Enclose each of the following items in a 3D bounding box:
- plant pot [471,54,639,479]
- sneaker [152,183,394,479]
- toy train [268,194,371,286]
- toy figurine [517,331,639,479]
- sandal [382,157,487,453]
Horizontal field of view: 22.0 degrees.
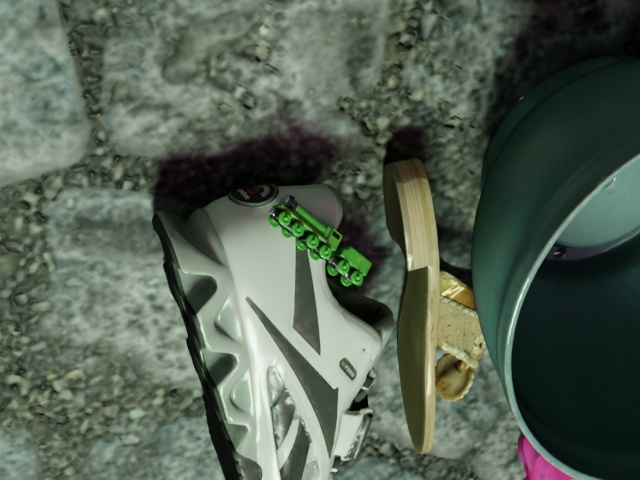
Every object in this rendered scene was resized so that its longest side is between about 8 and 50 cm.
[{"bbox_3d":[0.222,-0.008,1.108,0.293,0.196,0.293,-10,126,-15],"label":"plant pot"},{"bbox_3d":[-0.008,0.110,1.151,0.146,0.122,0.330,-18,123,-13],"label":"sneaker"},{"bbox_3d":[0.000,0.000,1.065,0.083,0.017,0.023,40,64,-25],"label":"toy train"},{"bbox_3d":[0.232,0.148,1.293,0.159,0.130,0.173,-41,152,26],"label":"toy figurine"},{"bbox_3d":[0.097,0.049,1.171,0.079,0.088,0.240,-11,120,-7],"label":"sandal"}]
